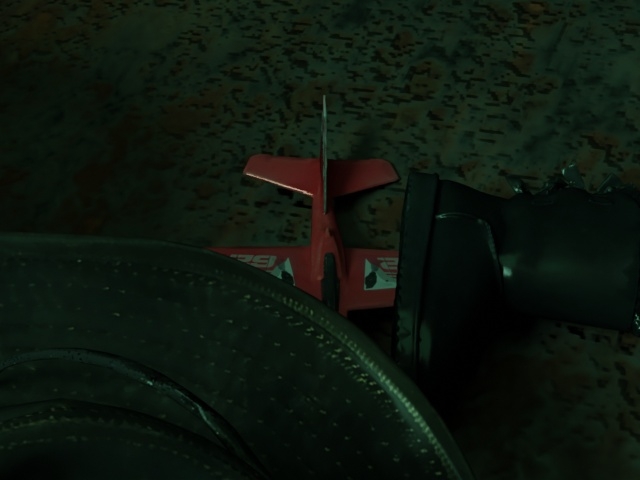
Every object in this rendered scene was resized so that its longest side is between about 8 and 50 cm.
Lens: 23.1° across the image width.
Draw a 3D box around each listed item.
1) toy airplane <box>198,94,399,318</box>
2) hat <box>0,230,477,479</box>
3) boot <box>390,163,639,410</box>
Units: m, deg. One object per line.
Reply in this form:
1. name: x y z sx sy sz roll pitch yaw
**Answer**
1. toy airplane: 0.000 0.000 0.659 0.151 0.028 0.151 3 48 -3
2. hat: -0.090 0.126 0.401 0.331 0.134 0.331 2 74 -6
3. boot: 0.078 0.021 0.603 0.099 0.045 0.121 7 51 2
